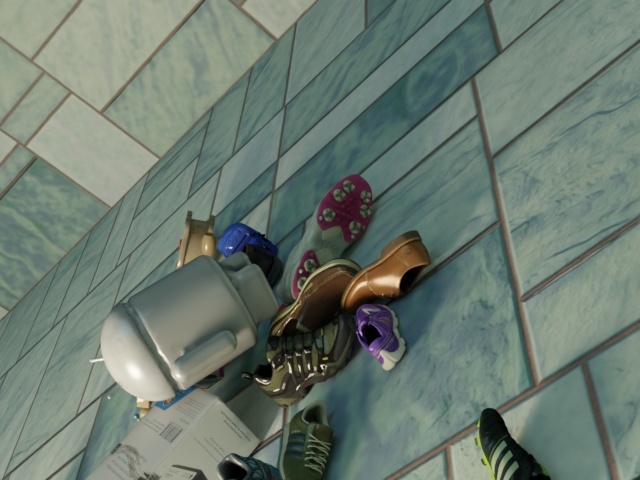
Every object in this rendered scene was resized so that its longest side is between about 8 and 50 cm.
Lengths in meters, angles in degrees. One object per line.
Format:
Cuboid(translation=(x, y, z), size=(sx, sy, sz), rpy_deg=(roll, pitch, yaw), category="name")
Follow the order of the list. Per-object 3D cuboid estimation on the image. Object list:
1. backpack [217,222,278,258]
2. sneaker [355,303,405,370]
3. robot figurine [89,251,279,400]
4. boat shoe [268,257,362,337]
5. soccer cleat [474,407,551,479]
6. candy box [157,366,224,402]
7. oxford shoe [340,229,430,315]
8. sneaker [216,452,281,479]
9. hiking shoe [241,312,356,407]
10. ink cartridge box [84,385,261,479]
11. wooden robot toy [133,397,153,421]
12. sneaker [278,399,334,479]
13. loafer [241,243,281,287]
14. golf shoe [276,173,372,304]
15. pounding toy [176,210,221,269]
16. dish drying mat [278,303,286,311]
Cuboid(translation=(-0.167, 0.016, 2.089), size=(0.098, 0.120, 0.101), rpy_deg=(-55, 23, -8), category="backpack")
Cuboid(translation=(0.088, 0.142, 1.487), size=(0.068, 0.071, 0.170), rpy_deg=(-49, 22, 8), category="sneaker")
Cuboid(translation=(-0.255, 0.163, 1.688), size=(0.353, 0.200, 0.300), rpy_deg=(-31, 25, -12), category="robot figurine")
Cuboid(translation=(-0.009, 0.137, 1.660), size=(0.257, 0.095, 0.095), rpy_deg=(-50, 20, 38), category="boat shoe")
Cuboid(translation=(0.229, 0.267, 1.067), size=(0.072, 0.060, 0.179), rpy_deg=(-31, 36, 22), category="soccer cleat")
Cuboid(translation=(-0.281, 0.241, 1.900), size=(0.233, 0.071, 0.159), rpy_deg=(-40, 54, 55), category="candy box")
Cuboid(translation=(0.109, 0.075, 1.559), size=(0.212, 0.076, 0.076), rpy_deg=(-48, 61, 37), category="oxford shoe")
Cuboid(translation=(-0.116, 0.425, 1.387), size=(0.104, 0.125, 0.262), rpy_deg=(-48, 23, 10), category="sneaker")
Cuboid(translation=(-0.035, 0.198, 1.575), size=(0.227, 0.114, 0.086), rpy_deg=(-46, 25, 22), category="hiking shoe")
Cuboid(translation=(-0.287, 0.420, 1.648), size=(0.307, 0.129, 0.223), rpy_deg=(-47, 21, -19), category="ink cartridge box")
Cuboid(translation=(-0.353, 0.406, 1.941), size=(0.076, 0.079, 0.173), rpy_deg=(-21, -66, -84), category="wooden robot toy")
Cuboid(translation=(-0.016, 0.323, 1.424), size=(0.086, 0.064, 0.192), rpy_deg=(-50, 19, 19), category="sneaker")
Cuboid(translation=(-0.199, 0.146, 1.987), size=(0.303, 0.095, 0.109), rpy_deg=(-60, 24, -15), category="loafer")
Cuboid(translation=(0.000, 0.000, 1.815), size=(0.140, 0.115, 0.306), rpy_deg=(-17, 40, 59), category="golf shoe")
Cuboid(translation=(-0.294, 0.027, 2.383), size=(0.269, 0.154, 0.154), rpy_deg=(-111, 32, -74), category="pounding toy")
Cuboid(translation=(-0.072, 0.154, 1.852), size=(0.032, 0.008, 0.083), rpy_deg=(-53, 24, 1), category="dish drying mat")
